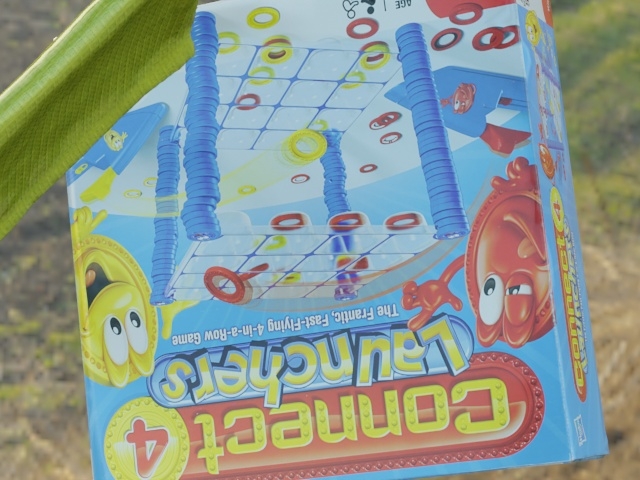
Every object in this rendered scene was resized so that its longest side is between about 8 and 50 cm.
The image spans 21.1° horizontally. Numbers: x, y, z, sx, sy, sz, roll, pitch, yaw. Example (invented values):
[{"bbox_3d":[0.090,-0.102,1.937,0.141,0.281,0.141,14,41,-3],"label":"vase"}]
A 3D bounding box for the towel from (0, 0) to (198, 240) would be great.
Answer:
[{"bbox_3d":[-0.107,0.006,0.469,0.021,0.102,0.237,41,70,-1],"label":"towel"}]

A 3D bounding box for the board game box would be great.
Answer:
[{"bbox_3d":[0.000,0.000,1.052,0.308,0.302,0.086,-10,-9,21],"label":"board game box"}]
